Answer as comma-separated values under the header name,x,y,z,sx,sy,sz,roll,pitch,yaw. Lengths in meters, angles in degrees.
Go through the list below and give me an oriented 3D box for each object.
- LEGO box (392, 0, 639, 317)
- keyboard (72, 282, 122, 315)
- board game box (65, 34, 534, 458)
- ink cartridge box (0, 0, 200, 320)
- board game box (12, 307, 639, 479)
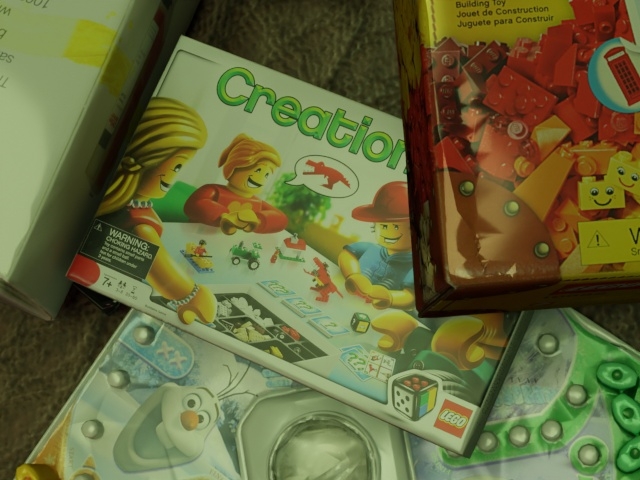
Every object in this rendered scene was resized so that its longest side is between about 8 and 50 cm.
name,x,y,z,sx,sy,sz,roll,pitch,yaw
LEGO box,0.293,-0.160,0.813,0.500,0.193,0.372,-4,83,-3
keyboard,-0.141,-0.041,1.046,0.108,0.023,0.180,35,90,27
board game box,0.000,0.000,0.941,0.305,0.053,0.193,22,83,15
ink cartridge box,-0.256,-0.171,0.992,0.279,0.160,0.384,21,78,8
board game box,0.001,0.163,0.967,0.390,0.050,0.390,34,89,17
